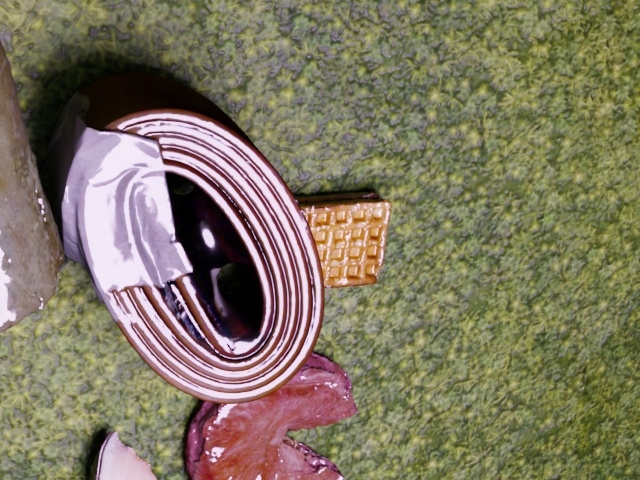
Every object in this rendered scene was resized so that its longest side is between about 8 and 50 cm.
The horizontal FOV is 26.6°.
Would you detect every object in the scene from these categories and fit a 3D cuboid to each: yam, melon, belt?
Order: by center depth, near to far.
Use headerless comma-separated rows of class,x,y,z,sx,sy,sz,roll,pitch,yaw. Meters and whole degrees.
yam,-0.346,-0.075,1.156,0.195,0.195,0.300,-21,120,-18
belt,-0.131,-0.003,1.313,0.217,0.122,0.338,-31,117,-4
melon,-0.204,0.289,1.465,0.098,0.054,0.182,-45,124,-11

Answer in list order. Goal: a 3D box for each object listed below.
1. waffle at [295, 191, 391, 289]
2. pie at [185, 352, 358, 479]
waffle,0.000,0.000,1.451,0.148,0.042,0.102,-4,112,-26
pie,-0.051,0.229,1.515,0.204,0.054,0.218,-13,116,-23
